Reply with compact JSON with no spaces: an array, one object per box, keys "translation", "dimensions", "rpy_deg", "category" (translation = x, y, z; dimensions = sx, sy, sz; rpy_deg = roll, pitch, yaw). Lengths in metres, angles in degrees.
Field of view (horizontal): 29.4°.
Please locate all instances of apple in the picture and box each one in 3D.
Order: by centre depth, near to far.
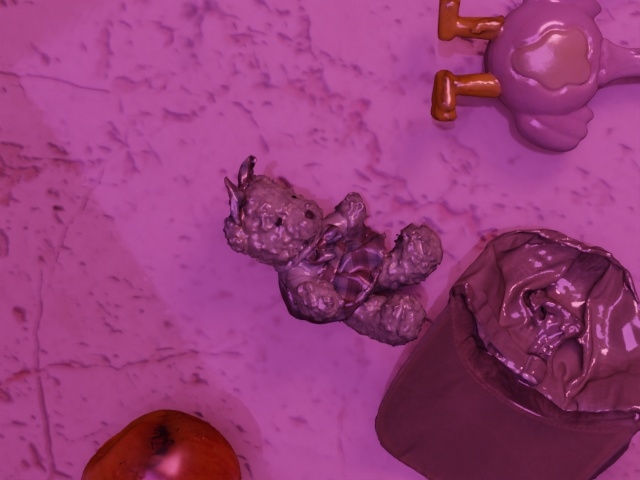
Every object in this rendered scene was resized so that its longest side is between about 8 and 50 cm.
[{"translation":[-0.145,0.218,1.097],"dimensions":[0.147,0.146,0.146],"rpy_deg":[0,92,6],"category":"apple"}]

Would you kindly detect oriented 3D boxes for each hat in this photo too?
[{"translation":[0.174,0.116,1.104],"dimensions":[0.214,0.149,0.244],"rpy_deg":[36,131,-7],"category":"hat"}]

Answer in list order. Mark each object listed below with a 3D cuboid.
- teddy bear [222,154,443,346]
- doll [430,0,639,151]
[{"translation":[-0.001,0.014,1.099],"dimensions":[0.213,0.111,0.133],"rpy_deg":[28,52,-4],"category":"teddy bear"},{"translation":[0.283,-0.153,1.068],"dimensions":[0.365,0.094,0.160],"rpy_deg":[4,96,6],"category":"doll"}]
